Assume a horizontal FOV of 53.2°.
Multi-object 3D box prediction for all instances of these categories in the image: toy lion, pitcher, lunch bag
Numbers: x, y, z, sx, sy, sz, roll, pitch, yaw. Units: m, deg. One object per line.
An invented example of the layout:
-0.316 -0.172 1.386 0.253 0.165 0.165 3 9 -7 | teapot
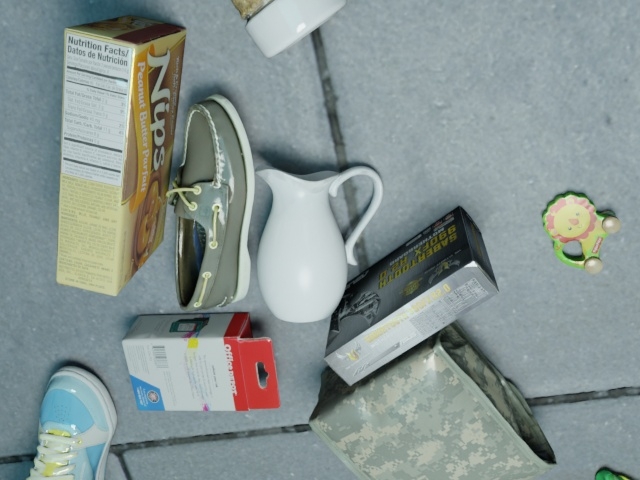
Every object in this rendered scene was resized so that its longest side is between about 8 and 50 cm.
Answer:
0.348 -0.013 0.873 0.096 0.034 0.100 16 115 8 | toy lion
0.000 0.000 0.880 0.177 0.125 0.207 -2 102 -8 | pitcher
0.169 0.273 0.942 0.235 0.169 0.287 -37 100 20 | lunch bag

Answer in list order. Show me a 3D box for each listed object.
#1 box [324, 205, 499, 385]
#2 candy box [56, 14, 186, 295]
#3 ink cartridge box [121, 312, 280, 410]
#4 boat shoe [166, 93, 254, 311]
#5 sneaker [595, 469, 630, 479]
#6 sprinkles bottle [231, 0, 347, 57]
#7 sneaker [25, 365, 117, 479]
0.115 0.069 0.852 0.231 0.183 0.056 -36 104 20 | box
-0.253 -0.112 0.818 0.087 0.183 0.317 12 114 1 | candy box
-0.175 0.189 0.996 0.231 0.078 0.134 -2 114 8 | ink cartridge box
-0.155 -0.041 0.868 0.109 0.091 0.305 27 125 42 | boat shoe
0.397 0.490 1.011 0.123 0.109 0.295 42 78 5 | sneaker
-0.113 -0.387 0.718 0.121 0.121 0.355 -31 106 18 | sprinkles bottle
-0.431 0.381 1.039 0.127 0.208 0.319 10 114 4 | sneaker
